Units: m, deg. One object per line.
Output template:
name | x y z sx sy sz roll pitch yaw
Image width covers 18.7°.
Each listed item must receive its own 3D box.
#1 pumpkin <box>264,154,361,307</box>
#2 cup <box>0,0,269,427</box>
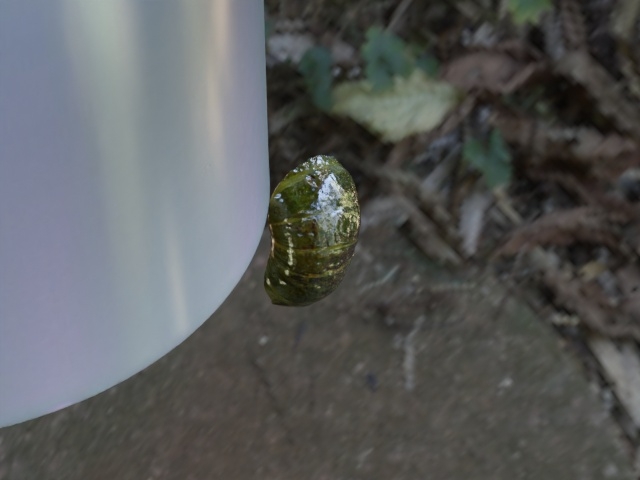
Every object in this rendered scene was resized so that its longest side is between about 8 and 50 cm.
pumpkin | 0.000 0.001 0.959 0.050 0.083 0.028 -17 37 -37
cup | -0.143 -0.140 0.590 0.253 0.371 0.253 1 39 0
